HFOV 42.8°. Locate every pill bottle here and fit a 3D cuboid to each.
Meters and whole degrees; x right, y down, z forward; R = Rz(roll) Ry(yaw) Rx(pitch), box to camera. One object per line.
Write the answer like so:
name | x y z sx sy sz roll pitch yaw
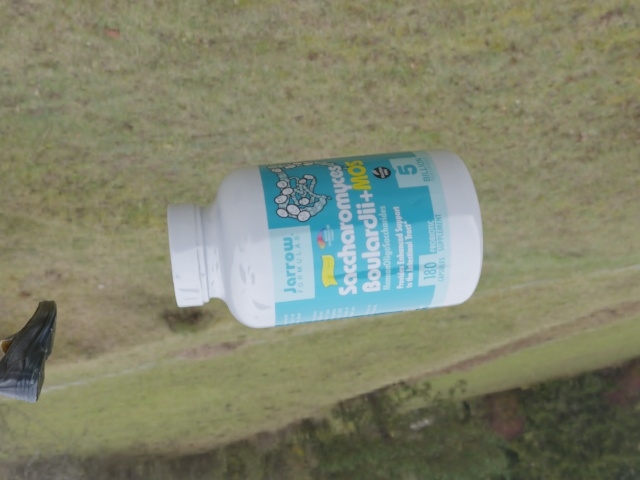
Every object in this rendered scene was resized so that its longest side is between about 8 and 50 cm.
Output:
pill bottle | 0.000 0.000 0.733 0.264 0.146 0.146 -7 158 -7

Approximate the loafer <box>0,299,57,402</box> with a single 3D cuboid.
loafer | -0.363 0.127 1.006 0.061 0.170 0.062 8 117 -11
